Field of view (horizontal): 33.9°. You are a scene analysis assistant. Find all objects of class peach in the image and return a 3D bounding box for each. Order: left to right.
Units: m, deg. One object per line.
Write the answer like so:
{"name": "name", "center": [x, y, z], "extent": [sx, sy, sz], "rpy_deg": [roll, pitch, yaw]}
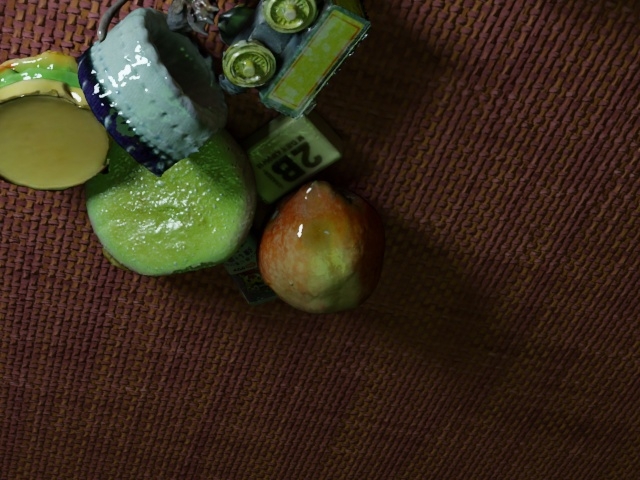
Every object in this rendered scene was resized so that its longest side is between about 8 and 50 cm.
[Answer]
{"name": "peach", "center": [0.000, 0.000, 1.827], "extent": [0.232, 0.232, 0.257], "rpy_deg": [-8, 121, 4]}

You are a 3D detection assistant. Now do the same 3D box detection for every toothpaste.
{"name": "toothpaste", "center": [-0.143, 0.028, 1.945], "extent": [0.114, 0.073, 0.299], "rpy_deg": [-20, 136, 14]}

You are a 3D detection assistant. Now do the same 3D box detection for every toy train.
{"name": "toy train", "center": [-0.047, -0.322, 1.609], "extent": [0.177, 0.134, 0.261], "rpy_deg": [20, 128, -29]}

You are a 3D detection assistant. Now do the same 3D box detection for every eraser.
{"name": "eraser", "center": [-0.060, -0.148, 1.799], "extent": [0.172, 0.058, 0.117], "rpy_deg": [-32, 124, 22]}

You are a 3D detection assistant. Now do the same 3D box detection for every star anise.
{"name": "star anise", "center": [-0.242, -0.336, 1.487], "extent": [0.227, 0.218, 0.148], "rpy_deg": [5, 142, -39]}

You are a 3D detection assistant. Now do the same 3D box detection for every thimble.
{"name": "thimble", "center": [-0.252, -0.227, 1.610], "extent": [0.150, 0.237, 0.237], "rpy_deg": [-32, 125, 19]}

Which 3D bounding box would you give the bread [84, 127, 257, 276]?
{"name": "bread", "center": [-0.254, -0.082, 1.765], "extent": [0.301, 0.045, 0.301], "rpy_deg": [0, 97, 2]}

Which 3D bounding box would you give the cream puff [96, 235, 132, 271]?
{"name": "cream puff", "center": [-0.333, -0.018, 1.867], "extent": [0.126, 0.103, 0.144], "rpy_deg": [-20, 130, -3]}

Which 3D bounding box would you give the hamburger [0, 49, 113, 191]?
{"name": "hamburger", "center": [-0.441, -0.203, 1.673], "extent": [0.237, 0.149, 0.237], "rpy_deg": [-5, 140, -4]}
